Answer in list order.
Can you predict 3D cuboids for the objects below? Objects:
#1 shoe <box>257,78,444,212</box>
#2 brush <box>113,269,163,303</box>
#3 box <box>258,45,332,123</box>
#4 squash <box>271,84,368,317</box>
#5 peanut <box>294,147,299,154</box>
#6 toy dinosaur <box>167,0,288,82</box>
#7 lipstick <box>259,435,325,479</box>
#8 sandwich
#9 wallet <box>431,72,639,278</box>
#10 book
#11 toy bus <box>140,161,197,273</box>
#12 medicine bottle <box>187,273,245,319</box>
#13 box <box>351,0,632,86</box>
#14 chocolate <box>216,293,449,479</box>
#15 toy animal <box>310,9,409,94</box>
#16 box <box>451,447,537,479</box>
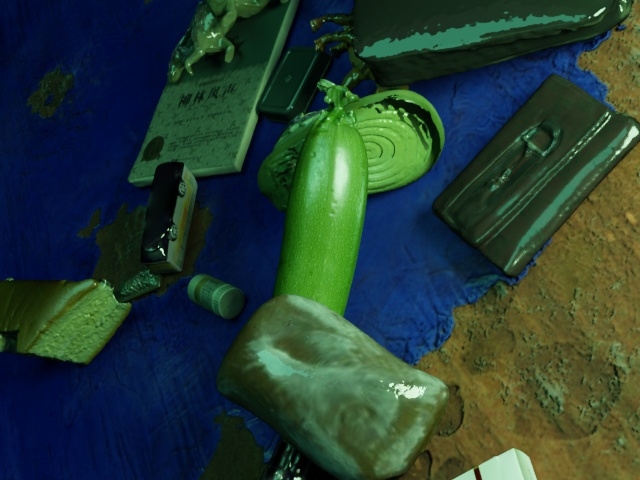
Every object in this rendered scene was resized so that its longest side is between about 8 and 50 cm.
[{"bbox_3d":[0.030,-0.130,1.407,0.262,0.140,0.128,-26,40,22],"label":"shoe"},{"bbox_3d":[-0.323,0.087,1.680,0.190,0.027,0.034,-24,46,32],"label":"brush"},{"bbox_3d":[-0.041,-0.241,1.638,0.091,0.031,0.126,16,76,49],"label":"box"},{"bbox_3d":[0.000,0.000,1.308,0.101,0.101,0.378,11,92,47],"label":"squash"},{"bbox_3d":[-0.008,-0.130,1.527,0.083,0.037,0.037,21,78,55],"label":"peanut"},{"bbox_3d":[-0.164,-0.372,1.765,0.294,0.077,0.162,-44,41,11],"label":"toy dinosaur"},{"bbox_3d":[-0.037,0.286,1.223,0.081,0.081,0.299,-1,56,43],"label":"lipstick"},{"bbox_3d":[-0.406,0.125,1.648,0.236,0.122,0.128,-5,69,44],"label":"sandwich"},{"bbox_3d":[0.246,-0.081,1.238,0.229,0.049,0.182,-48,37,4],"label":"wallet"},{"bbox_3d":[-0.171,-0.267,1.782,0.264,0.031,0.379,-5,59,41],"label":"book"},{"bbox_3d":[-0.233,-0.034,1.642,0.057,0.072,0.172,-6,59,22],"label":"toy bus"},{"bbox_3d":[-0.147,0.078,1.503,0.083,0.047,0.047,19,77,49],"label":"medicine bottle"},{"bbox_3d":[0.214,-0.367,1.392,0.350,0.091,0.359,-9,54,20],"label":"box"},{"bbox_3d":[0.005,0.158,1.185,0.254,0.080,0.157,32,79,21],"label":"chocolate"},{"bbox_3d":[0.056,-0.293,1.535,0.116,0.114,0.255,-14,38,10],"label":"toy animal"},{"bbox_3d":[0.150,0.282,1.077,0.154,0.040,0.084,-33,42,21],"label":"box"}]
